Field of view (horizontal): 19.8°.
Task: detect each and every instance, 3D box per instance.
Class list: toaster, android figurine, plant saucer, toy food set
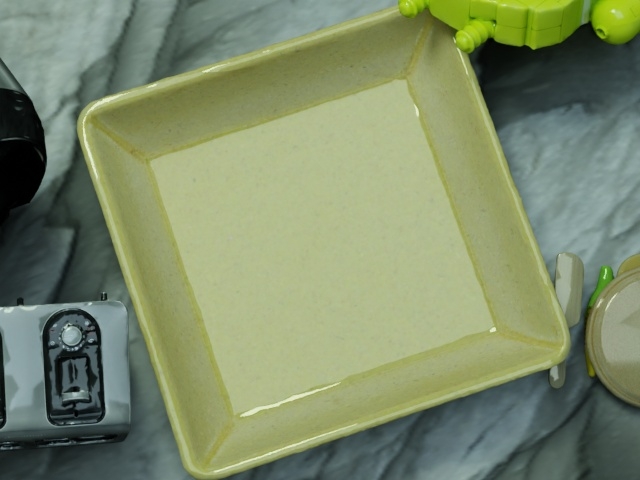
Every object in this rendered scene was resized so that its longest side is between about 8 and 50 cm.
[{"bbox_3d":[-0.240,0.110,1.473,0.168,0.185,0.110,-2,81,-9],"label":"toaster"},{"bbox_3d":[0.182,-0.250,1.554,0.248,0.056,0.273,33,57,26],"label":"android figurine"},{"bbox_3d":[0.000,0.000,1.540,0.333,0.081,0.332,-18,80,-5],"label":"plant saucer"},{"bbox_3d":[0.285,0.078,1.555,0.192,0.038,0.132,7,85,-5],"label":"toy food set"}]

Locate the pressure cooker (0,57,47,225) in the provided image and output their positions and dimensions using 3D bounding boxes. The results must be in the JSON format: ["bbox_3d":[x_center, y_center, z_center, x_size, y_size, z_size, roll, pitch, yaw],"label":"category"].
[{"bbox_3d":[-0.467,-0.128,1.420,0.370,0.375,0.420,-26,76,-45],"label":"pressure cooker"}]
